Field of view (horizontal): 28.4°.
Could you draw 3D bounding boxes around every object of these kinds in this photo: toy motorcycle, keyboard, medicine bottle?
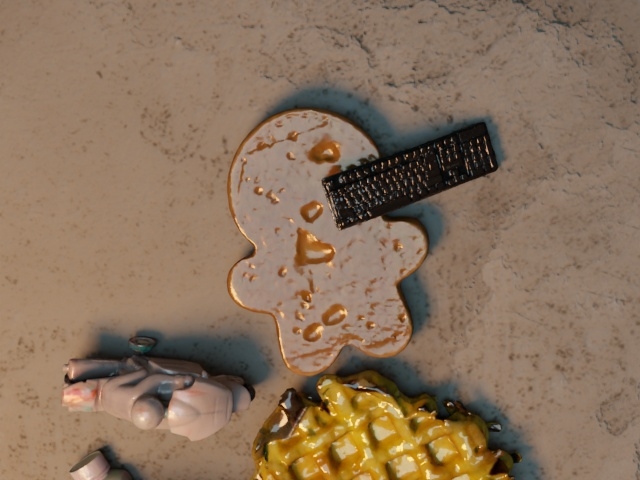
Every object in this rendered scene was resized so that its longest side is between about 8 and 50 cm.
[{"bbox_3d":[-0.219,0.205,1.675,0.260,0.171,0.110,6,101,1],"label":"toy motorcycle"},{"bbox_3d":[0.118,-0.083,1.623,0.231,0.023,0.072,-21,100,-10],"label":"keyboard"},{"bbox_3d":[-0.298,0.357,1.772,0.074,0.055,0.118,-31,99,11],"label":"medicine bottle"}]

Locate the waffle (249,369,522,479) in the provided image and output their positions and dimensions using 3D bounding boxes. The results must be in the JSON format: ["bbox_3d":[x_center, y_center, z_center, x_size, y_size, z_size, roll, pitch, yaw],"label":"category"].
[{"bbox_3d":[0.073,0.372,1.730,0.380,0.095,0.382,22,100,-1],"label":"waffle"}]

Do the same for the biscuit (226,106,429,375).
[{"bbox_3d":[0.000,-0.001,1.671,0.275,0.052,0.354,-18,99,4],"label":"biscuit"}]
